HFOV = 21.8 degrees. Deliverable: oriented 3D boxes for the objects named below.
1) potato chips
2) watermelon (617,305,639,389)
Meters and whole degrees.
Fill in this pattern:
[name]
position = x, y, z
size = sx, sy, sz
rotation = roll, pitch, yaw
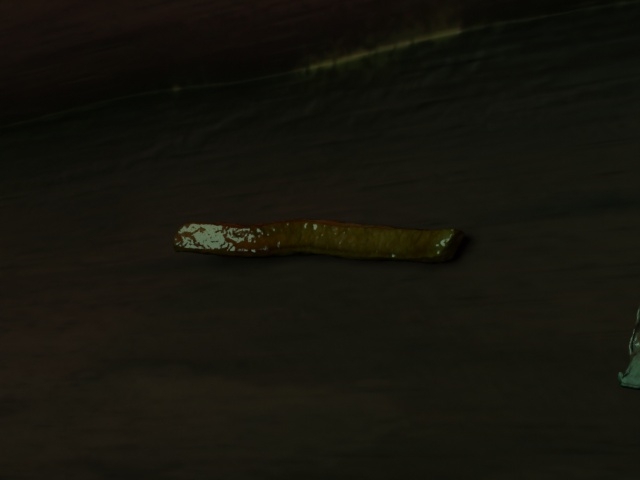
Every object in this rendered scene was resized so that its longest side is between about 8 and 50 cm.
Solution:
[potato chips]
position = 0.000, 0.000, 0.987
size = 0.204, 0.037, 0.026
rotation = 3, 89, 37
[watermelon]
position = 0.213, -0.004, 0.778
size = 0.187, 0.071, 0.139
rotation = -40, 47, 36
